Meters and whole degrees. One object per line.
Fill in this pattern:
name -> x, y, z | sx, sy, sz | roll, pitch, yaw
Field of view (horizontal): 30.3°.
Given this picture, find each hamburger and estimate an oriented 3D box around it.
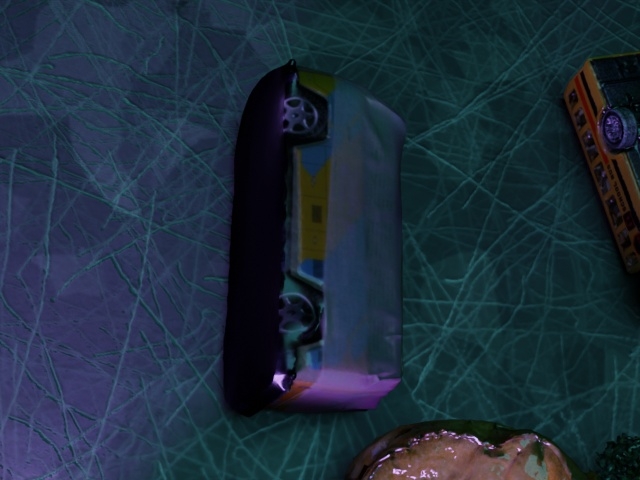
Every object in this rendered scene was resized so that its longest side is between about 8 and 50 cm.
hamburger -> 0.142, 0.315, 1.190 | 0.284, 0.134, 0.266 | 0, 77, 17

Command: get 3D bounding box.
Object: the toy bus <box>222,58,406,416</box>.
toy bus -> 0.000, 0.000, 1.306 | 0.162, 0.171, 0.386 | 10, 67, -23

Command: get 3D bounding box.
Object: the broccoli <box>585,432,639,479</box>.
broccoli -> 0.396, 0.293, 1.314 | 0.194, 0.194, 0.220 | 0, 100, -16

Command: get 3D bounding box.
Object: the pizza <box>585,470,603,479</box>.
pizza -> 0.287, 0.361, 1.225 | 0.074, 0.287, 0.251 | 1, 87, -58

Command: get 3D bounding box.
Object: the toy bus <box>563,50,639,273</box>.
toy bus -> 0.413, -0.068, 1.465 | 0.121, 0.123, 0.336 | -10, 74, -21
